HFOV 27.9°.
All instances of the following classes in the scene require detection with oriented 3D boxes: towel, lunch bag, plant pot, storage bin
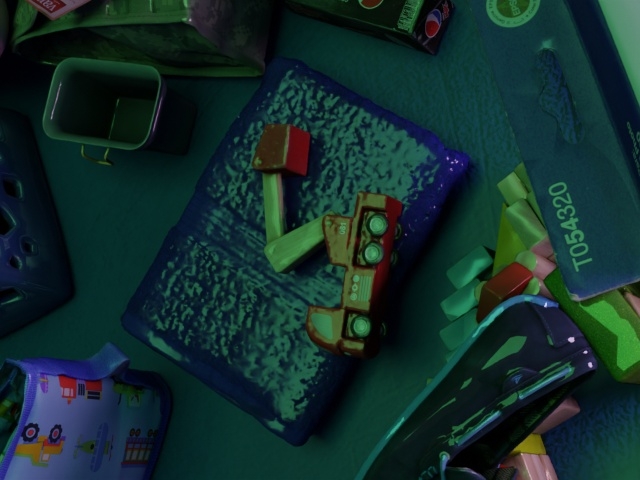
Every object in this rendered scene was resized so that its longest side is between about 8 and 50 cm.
[{"bbox_3d":[-0.025,0.006,1.195,0.227,0.076,0.308,32,95,22],"label":"towel"},{"bbox_3d":[-0.188,-0.295,1.286,0.287,0.169,0.235,4,77,32],"label":"lunch bag"},{"bbox_3d":[-0.254,0.227,1.179,0.138,0.221,0.293,33,96,29],"label":"lunch bag"},{"bbox_3d":[-0.431,-0.014,1.330,0.236,0.212,0.236,-27,67,21],"label":"plant pot"},{"bbox_3d":[-0.196,-0.121,1.296,0.135,0.091,0.098,10,84,30],"label":"storage bin"}]

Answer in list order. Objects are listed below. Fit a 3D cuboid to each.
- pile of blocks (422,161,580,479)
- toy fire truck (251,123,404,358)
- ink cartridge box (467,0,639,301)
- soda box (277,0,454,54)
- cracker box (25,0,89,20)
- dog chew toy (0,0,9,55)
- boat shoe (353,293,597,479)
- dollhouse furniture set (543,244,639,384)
[{"bbox_3d":[0.137,0.103,1.059,0.149,0.112,0.362,0,79,28],"label":"pile of blocks"},{"bbox_3d":[0.000,0.000,1.118,0.135,0.047,0.192,7,86,23],"label":"toy fire truck"},{"bbox_3d":[0.283,-0.159,0.926,0.330,0.071,0.324,-21,66,11],"label":"ink cartridge box"},{"bbox_3d":[0.036,-0.227,1.212,0.169,0.060,0.053,23,89,31],"label":"soda box"},{"bbox_3d":[-0.179,-0.320,1.154,0.232,0.067,0.156,-24,65,18],"label":"cracker box"},{"bbox_3d":[-0.444,-0.247,1.364,0.332,0.206,0.206,25,92,45],"label":"dog chew toy"},{"bbox_3d":[0.103,0.158,0.952,0.089,0.109,0.258,46,119,30],"label":"boat shoe"},{"bbox_3d":[0.343,0.093,0.928,0.197,0.151,0.301,-41,64,15],"label":"dollhouse furniture set"}]
